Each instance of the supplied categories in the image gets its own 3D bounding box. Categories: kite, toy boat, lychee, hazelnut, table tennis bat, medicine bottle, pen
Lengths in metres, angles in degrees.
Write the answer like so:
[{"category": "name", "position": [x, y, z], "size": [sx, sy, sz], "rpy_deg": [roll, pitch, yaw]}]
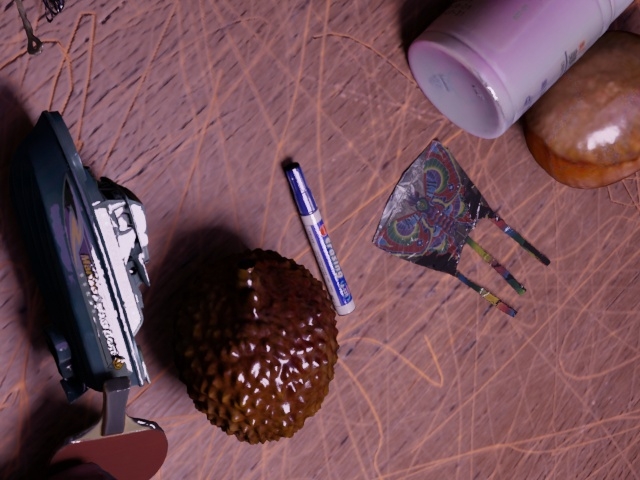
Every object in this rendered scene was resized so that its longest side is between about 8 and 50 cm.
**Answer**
[{"category": "kite", "position": [0.191, 0.000, 1.703], "size": [0.285, 0.015, 0.152], "rpy_deg": [35, 83, -36]}, {"category": "toy boat", "position": [-0.235, 0.008, 1.352], "size": [0.122, 0.114, 0.296], "rpy_deg": [-20, 115, -22]}, {"category": "lychee", "position": [-0.071, 0.108, 1.447], "size": [0.200, 0.200, 0.238], "rpy_deg": [-35, 142, -22]}, {"category": "hazelnut", "position": [0.353, -0.161, 1.679], "size": [0.214, 0.176, 0.214], "rpy_deg": [-31, 158, -14]}, {"category": "table tennis bat", "position": [-0.221, 0.212, 1.407], "size": [0.130, 0.019, 0.220], "rpy_deg": [-9, 142, -20]}, {"category": "medicine bottle", "position": [0.240, -0.256, 1.581], "size": [0.254, 0.152, 0.152], "rpy_deg": [-44, 123, -16]}, {"category": "pen", "position": [0.000, 0.000, 1.566], "size": [0.025, 0.025, 0.204], "rpy_deg": [-33, 119, -23]}]

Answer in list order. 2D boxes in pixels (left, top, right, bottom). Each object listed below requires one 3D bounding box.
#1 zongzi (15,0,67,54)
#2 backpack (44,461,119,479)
[{"category": "zongzi", "position": [-0.370, -0.396, 1.153], "size": [0.447, 0.181, 0.418], "rpy_deg": [5, 59, -62]}, {"category": "backpack", "position": [-0.298, 0.412, 1.376], "size": [0.283, 0.197, 0.317], "rpy_deg": [-22, 124, -28]}]
